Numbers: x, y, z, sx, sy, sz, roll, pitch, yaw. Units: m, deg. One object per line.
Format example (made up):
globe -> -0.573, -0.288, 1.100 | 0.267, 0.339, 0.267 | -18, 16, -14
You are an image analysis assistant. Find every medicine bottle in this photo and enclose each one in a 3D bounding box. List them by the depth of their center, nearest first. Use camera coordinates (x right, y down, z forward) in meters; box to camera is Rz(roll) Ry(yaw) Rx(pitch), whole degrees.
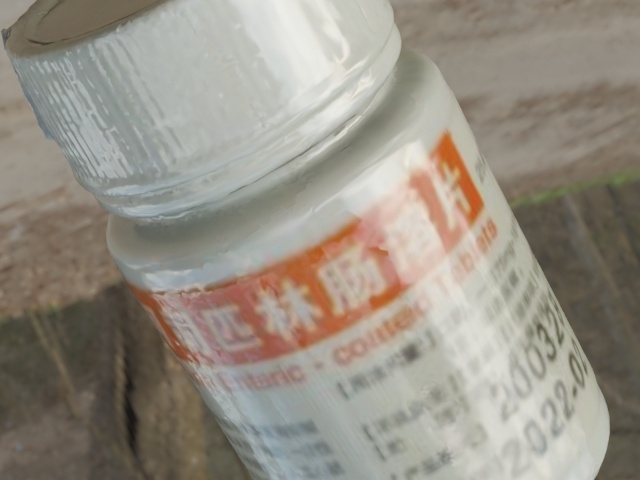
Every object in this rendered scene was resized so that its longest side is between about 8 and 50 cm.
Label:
medicine bottle -> 0.000, 0.000, 0.606 | 0.144, 0.252, 0.144 | -24, -159, 10
